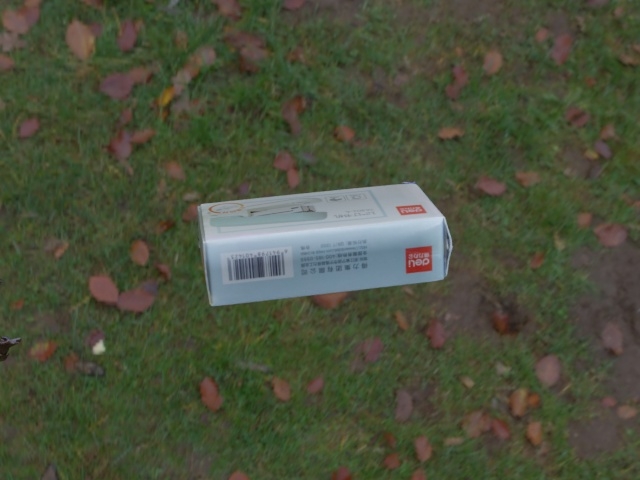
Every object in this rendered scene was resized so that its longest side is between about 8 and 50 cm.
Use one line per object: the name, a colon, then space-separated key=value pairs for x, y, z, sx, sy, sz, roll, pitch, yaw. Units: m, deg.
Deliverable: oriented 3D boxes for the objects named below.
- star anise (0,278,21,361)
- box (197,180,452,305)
star anise: x=-0.557 y=0.170 z=1.430 sx=0.237 sy=0.148 sz=0.346 roll=37 pitch=71 yaw=8
box: x=0.000 y=0.000 z=1.172 sx=0.269 sy=0.079 sz=0.135 roll=-6 pitch=21 yaw=-7
